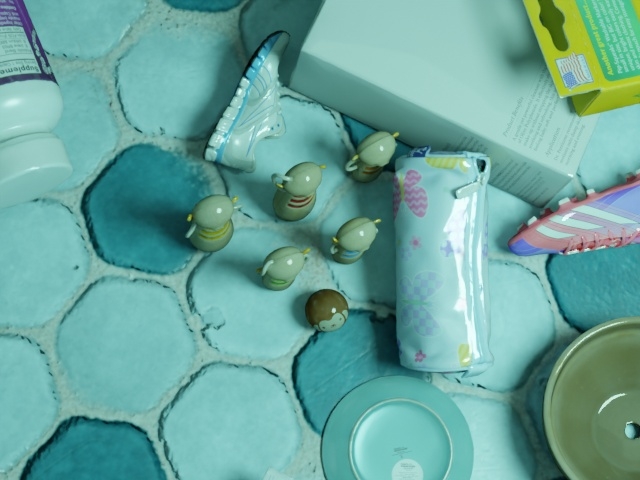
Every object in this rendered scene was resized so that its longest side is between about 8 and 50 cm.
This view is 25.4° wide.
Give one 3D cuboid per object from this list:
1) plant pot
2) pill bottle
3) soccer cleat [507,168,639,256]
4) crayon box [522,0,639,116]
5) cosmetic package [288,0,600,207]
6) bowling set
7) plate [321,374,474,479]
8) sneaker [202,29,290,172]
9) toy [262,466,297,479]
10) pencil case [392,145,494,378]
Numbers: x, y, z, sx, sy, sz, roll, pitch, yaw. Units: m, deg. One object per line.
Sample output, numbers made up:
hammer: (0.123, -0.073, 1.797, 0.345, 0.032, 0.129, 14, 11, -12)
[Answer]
plant pot: (0.381, 0.219, 1.699, 0.237, 0.110, 0.237, -1, 70, 3)
pill bottle: (-0.406, -0.195, 1.683, 0.169, 0.169, 0.301, -22, 81, -11)
soccer cleat: (0.356, -0.021, 1.780, 0.248, 0.083, 0.095, -23, 85, -14)
crayon box: (0.383, -0.272, 1.689, 0.323, 0.083, 0.203, -13, 74, -15)
cosmetic package: (0.166, -0.215, 1.760, 0.365, 0.155, 0.197, 26, 75, 0)
bowling set: (0.000, 0.000, 1.692, 0.287, 0.154, 0.200, -27, 81, -11)
plate: (0.096, 0.255, 1.713, 0.188, 0.024, 0.188, 2, 76, -7)
sneaker: (-0.073, -0.170, 1.774, 0.083, 0.071, 0.190, 26, 84, -7)
toy: (0.009, 0.382, 1.659, 0.237, 0.056, 0.137, 28, 72, -5)
pencil case: (0.152, 0.025, 1.699, 0.124, 0.113, 0.273, 1, 91, 36)
